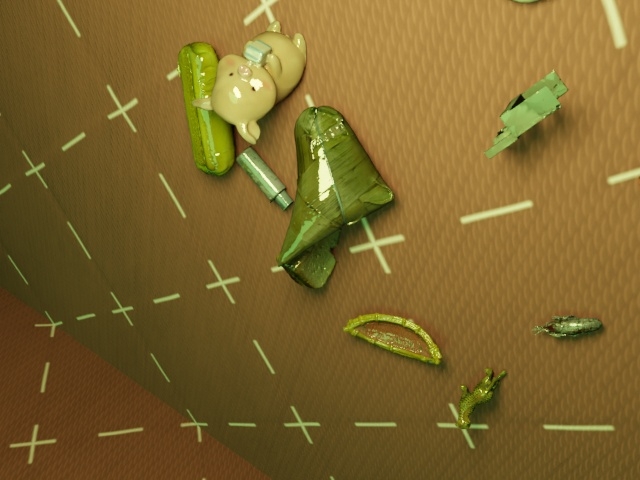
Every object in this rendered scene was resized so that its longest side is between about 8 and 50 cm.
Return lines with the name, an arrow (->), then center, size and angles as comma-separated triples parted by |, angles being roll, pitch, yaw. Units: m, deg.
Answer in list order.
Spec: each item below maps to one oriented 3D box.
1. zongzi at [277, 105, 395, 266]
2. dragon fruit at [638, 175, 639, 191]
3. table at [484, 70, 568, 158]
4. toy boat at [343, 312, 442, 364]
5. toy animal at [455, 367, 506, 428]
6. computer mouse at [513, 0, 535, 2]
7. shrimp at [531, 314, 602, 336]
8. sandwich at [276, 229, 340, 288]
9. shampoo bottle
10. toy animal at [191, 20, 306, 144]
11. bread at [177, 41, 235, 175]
zongzi -> -0.038, -0.146, 1.314 | 0.322, 0.361, 0.160 | 56, 174, -1
dragon fruit -> 0.730, -0.110, 0.916 | 0.252, 0.241, 0.240 | 39, 132, 27
table -> 0.423, -0.265, 1.063 | 0.062, 0.146, 0.175 | 50, 130, -4
toy boat -> 0.228, 0.294, 1.547 | 0.318, 0.099, 0.140 | 15, 120, 28
toy animal -> 0.464, 0.456, 1.465 | 0.073, 0.136, 0.181 | 40, 129, 7
computer mouse -> 0.439, -0.569, 0.892 | 0.197, 0.095, 0.331 | 47, 138, -16
shrimp -> 0.622, 0.218, 1.280 | 0.165, 0.065, 0.056 | -10, 79, 41
sandwich -> -0.004, -0.002, 1.507 | 0.100, 0.288, 0.254 | 28, 172, 24
shampoo bottle -> -0.166, -0.185, 1.532 | 0.214, 0.072, 0.072 | 50, 131, -2
toy animal -> -0.163, -0.411, 1.293 | 0.195, 0.256, 0.212 | 37, 140, 7
bread -> -0.327, -0.382, 1.485 | 0.166, 0.112, 0.383 | 27, 128, 51
